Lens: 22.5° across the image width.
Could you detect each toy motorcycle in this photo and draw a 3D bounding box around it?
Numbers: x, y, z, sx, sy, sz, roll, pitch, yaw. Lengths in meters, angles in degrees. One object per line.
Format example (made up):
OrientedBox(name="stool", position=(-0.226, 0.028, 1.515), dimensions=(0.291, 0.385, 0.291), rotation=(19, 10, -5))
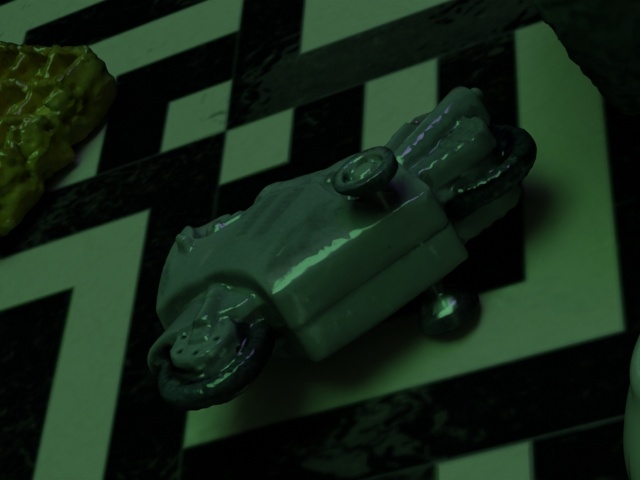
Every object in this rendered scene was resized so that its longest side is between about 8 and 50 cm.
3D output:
OrientedBox(name="toy motorcycle", position=(0.000, 0.000, 0.956), dimensions=(0.260, 0.110, 0.171), rotation=(-37, 27, -8))

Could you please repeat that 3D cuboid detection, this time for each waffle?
OrientedBox(name="waffle", position=(-0.266, -0.060, 1.235), dimensions=(0.160, 0.055, 0.211), rotation=(6, 55, 41))

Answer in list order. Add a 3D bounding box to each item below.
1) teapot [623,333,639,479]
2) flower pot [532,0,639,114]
OrientedBox(name="teapot", position=(0.245, 0.052, 0.698), dimensions=(0.300, 0.166, 0.208), rotation=(-39, -2, -13))
OrientedBox(name="flower pot", position=(0.235, -0.245, 0.895), dimensions=(0.283, 0.299, 0.299), rotation=(-30, 39, 21))
